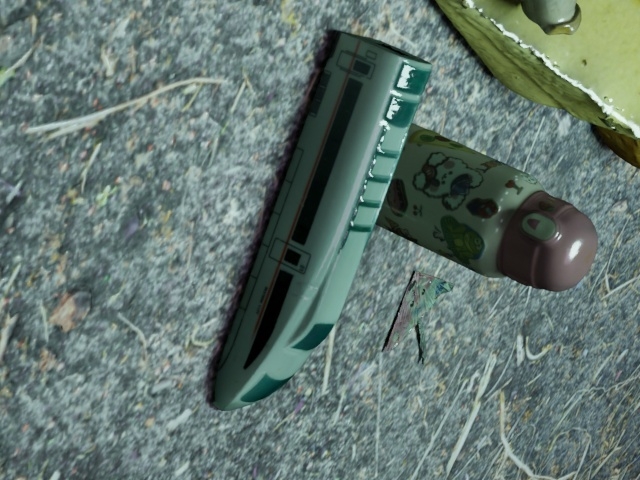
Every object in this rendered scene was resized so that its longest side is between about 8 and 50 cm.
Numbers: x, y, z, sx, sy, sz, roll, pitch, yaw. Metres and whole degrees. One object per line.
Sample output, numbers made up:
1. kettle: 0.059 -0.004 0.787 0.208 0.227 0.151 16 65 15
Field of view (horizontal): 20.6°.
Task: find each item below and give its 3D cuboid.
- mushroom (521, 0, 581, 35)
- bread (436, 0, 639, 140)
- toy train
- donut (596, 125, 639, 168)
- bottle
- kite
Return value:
1. mushroom: 0.217 -0.372 1.722 0.097 0.109 0.351 -12 107 -17
2. bread: 0.315 -0.307 1.888 0.345 0.242 0.405 -61 154 -12
3. toy train: 0.000 0.000 1.745 0.086 0.088 0.407 2 111 -58
4. donut: 0.451 -0.195 2.278 0.226 0.114 0.226 -37 140 -39
5. bottle: 0.166 -0.029 1.817 0.120 0.253 0.120 -36 139 -39
6. kite: 0.116 0.091 2.077 0.139 0.011 0.156 -42 142 -29
